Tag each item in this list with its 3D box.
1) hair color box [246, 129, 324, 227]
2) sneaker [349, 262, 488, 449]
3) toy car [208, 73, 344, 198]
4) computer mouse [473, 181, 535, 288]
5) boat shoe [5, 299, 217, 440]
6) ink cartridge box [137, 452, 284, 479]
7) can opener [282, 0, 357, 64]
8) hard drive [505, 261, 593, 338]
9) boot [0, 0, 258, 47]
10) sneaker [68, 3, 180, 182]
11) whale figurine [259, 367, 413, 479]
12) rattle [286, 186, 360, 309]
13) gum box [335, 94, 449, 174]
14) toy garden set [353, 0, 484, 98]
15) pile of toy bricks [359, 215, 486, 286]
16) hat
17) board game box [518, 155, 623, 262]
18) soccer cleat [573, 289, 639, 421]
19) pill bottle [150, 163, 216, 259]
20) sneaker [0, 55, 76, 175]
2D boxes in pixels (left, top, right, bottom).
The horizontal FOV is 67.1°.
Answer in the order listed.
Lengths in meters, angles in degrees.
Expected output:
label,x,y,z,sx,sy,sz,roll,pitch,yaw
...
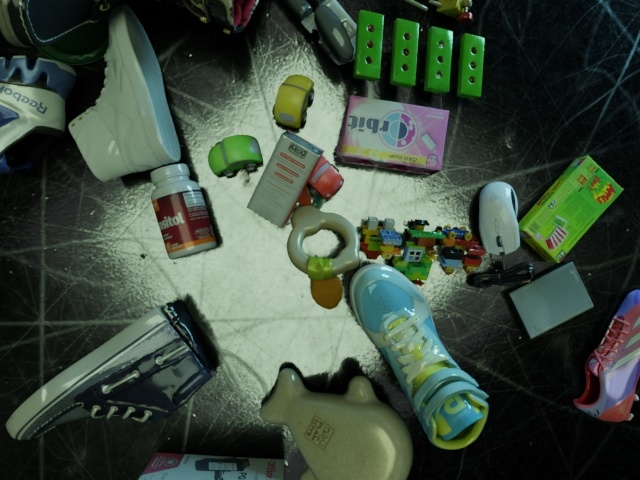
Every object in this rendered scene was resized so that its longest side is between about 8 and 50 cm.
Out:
label,x,y,z,sx,sy,sz,roll,pitch,yaw
hair color box,-0.058,-0.100,0.791,0.072,0.043,0.141,31,115,0
sneaker,0.165,0.187,0.769,0.127,0.208,0.319,-33,104,0
toy car,-0.093,-0.168,0.843,0.224,0.053,0.239,-16,80,2
computer mouse,0.319,-0.011,0.869,0.106,0.042,0.193,-9,86,32
boat shoe,-0.336,0.259,0.803,0.340,0.127,0.158,-37,84,-3
ink cartridge box,-0.178,0.435,0.790,0.237,0.172,0.100,4,90,-3
can opener,-0.021,-0.431,0.848,0.074,0.093,0.280,-40,87,-2
hard drive,0.427,0.111,0.900,0.135,0.022,0.094,-26,91,-3
boot,-0.260,-0.392,0.729,0.284,0.138,0.377,17,50,3
sneaker,-0.356,-0.246,0.816,0.169,0.108,0.293,-18,79,9
whale figurine,0.030,0.331,0.840,0.272,0.141,0.216,26,88,22
rattle,0.000,0.000,0.876,0.130,0.143,0.200,-31,55,4
gum box,0.124,-0.187,0.864,0.188,0.062,0.107,8,89,-3
toy garden set,0.173,-0.366,0.852,0.244,0.049,0.204,4,90,-19
pile of toy bricks,0.177,0.032,0.855,0.212,0.118,0.105,5,120,-11
hat,-0.433,-0.391,0.773,0.172,0.183,0.209,6,90,-3
board game box,0.455,-0.057,0.891,0.092,0.043,0.181,42,88,-3
soccer cleat,0.539,0.206,0.880,0.095,0.083,0.248,14,92,2
pill bottle,-0.240,-0.049,0.832,0.086,0.086,0.152,-17,90,-3
sneaker,-0.568,-0.195,0.794,0.315,0.127,0.182,-4,88,-5
